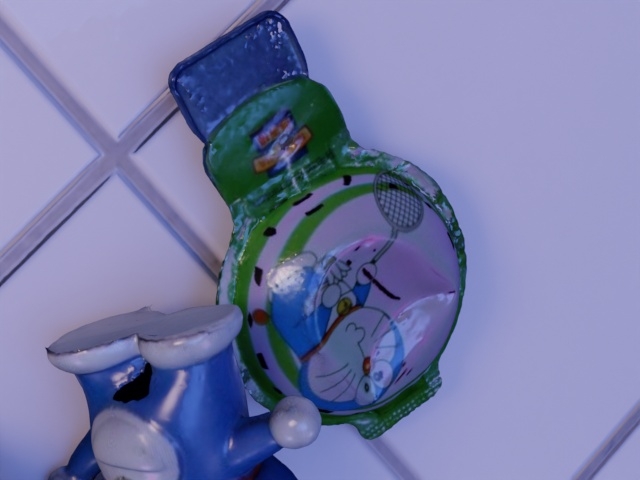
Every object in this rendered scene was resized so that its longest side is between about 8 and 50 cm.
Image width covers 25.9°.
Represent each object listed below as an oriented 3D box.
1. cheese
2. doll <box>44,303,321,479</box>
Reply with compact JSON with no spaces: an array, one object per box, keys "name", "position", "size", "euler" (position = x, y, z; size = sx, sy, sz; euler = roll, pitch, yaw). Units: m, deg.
[{"name":"cheese","position":[0.000,0.000,0.964],"size":[0.204,0.083,0.320],"euler":[-35,117,-17]},{"name":"doll","position":[-0.085,0.165,0.904],"size":[0.161,0.215,0.257],"euler":[-41,121,-50]}]
